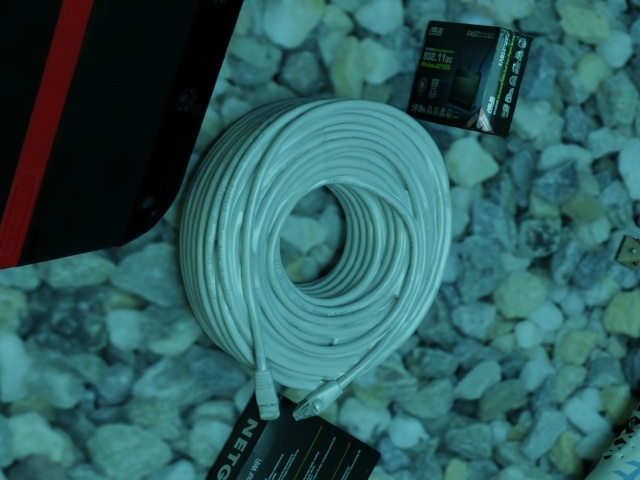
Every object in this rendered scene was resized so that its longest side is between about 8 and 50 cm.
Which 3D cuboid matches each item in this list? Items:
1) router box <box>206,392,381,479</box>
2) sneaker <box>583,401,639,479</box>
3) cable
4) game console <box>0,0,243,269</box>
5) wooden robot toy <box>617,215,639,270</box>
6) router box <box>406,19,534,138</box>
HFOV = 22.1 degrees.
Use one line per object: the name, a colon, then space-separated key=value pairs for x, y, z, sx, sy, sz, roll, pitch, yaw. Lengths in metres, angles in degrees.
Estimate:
router box: x=-0.041 y=0.239 z=1.483 sx=0.133 sy=0.046 sz=0.179 roll=35 pitch=81 yaw=-33
sneaker: x=0.343 y=0.204 z=1.714 sx=0.237 sy=0.085 sz=0.086 roll=-37 pitch=92 yaw=-18
cable: x=0.000 y=0.000 z=1.434 sx=0.257 sy=0.089 sz=0.257 roll=-30 pitch=114 yaw=-26
game console: x=-0.193 y=-0.145 z=1.171 sx=0.342 sy=0.060 sz=0.387 roll=-11 pitch=130 yaw=-47
wooden robot toy: x=0.395 y=0.014 z=1.699 sx=0.173 sy=0.079 sz=0.076 roll=-4 pitch=102 yaw=-32
router box: x=0.132 y=-0.146 z=1.466 sx=0.038 sy=0.122 sz=0.092 roll=13 pitch=93 yaw=-30
